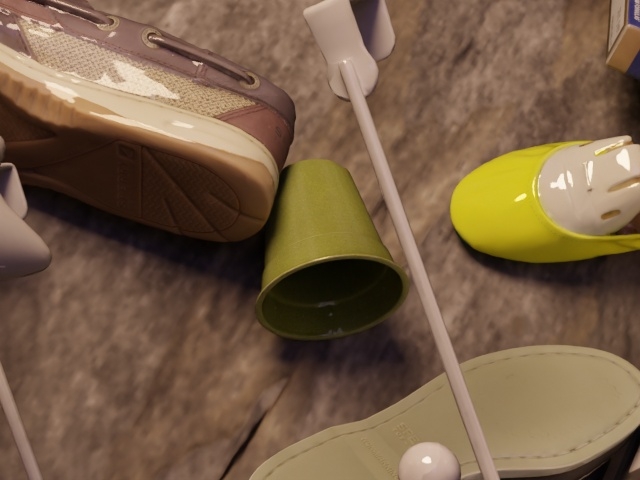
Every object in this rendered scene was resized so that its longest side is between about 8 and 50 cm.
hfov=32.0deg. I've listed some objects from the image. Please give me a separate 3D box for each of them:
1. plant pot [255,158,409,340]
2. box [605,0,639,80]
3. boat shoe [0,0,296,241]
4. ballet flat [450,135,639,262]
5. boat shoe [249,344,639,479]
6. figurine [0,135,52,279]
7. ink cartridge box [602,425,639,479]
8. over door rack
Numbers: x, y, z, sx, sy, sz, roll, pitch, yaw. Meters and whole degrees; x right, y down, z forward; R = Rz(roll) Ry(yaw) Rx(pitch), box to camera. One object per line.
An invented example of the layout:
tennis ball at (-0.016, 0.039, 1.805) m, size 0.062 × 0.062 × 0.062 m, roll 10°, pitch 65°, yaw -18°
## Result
plant pot at (0.000, 0.000, 0.613) m, size 0.083 × 0.083 × 0.079 m, roll -3°, pitch 56°, yaw -13°
box at (0.292, -0.111, 0.712) m, size 0.225 × 0.036 × 0.136 m, roll 22°, pitch 39°, yaw 0°
boat shoe at (-0.149, -0.089, 0.610) m, size 0.285 × 0.103 × 0.092 m, roll 20°, pitch 49°, yaw 4°
ballet flat at (0.194, -0.032, 0.661) m, size 0.231 × 0.077 × 0.077 m, roll 0°, pitch 71°, yaw -12°
boat shoe at (0.068, 0.119, 0.577) m, size 0.227 × 0.069 × 0.081 m, roll -16°, pitch 41°, yaw -19°
figurine at (-0.218, -0.055, 0.393) m, size 0.209 × 0.092 × 0.215 m, roll -6°, pitch 55°, yaw -45°
ink cartridge box at (0.268, 0.126, 0.537) m, size 0.197 × 0.198 × 0.270 m, roll 31°, pitch 64°, yaw 1°
over door rack at (-0.053, 0.076, 0.466) m, size 0.239 × 0.108 × 0.324 m, roll -20°, pitch 78°, yaw 21°
